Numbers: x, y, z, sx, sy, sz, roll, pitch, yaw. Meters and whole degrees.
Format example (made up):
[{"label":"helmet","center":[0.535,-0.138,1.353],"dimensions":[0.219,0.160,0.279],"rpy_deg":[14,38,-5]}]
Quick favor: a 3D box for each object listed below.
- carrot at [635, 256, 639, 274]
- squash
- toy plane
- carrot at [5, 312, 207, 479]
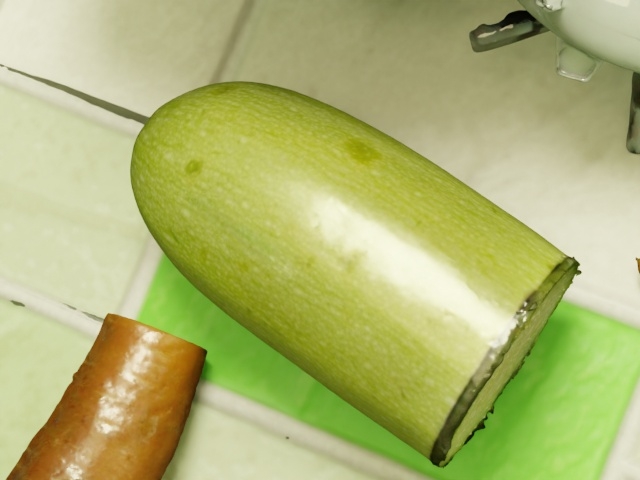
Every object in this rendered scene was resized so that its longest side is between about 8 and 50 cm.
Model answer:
[{"label":"carrot","center":[0.244,0.059,0.779],"dimensions":[0.190,0.037,0.037],"rpy_deg":[36,91,20]},{"label":"squash","center":[0.000,0.000,0.797],"dimensions":[0.247,0.132,0.132],"rpy_deg":[33,90,16]},{"label":"toy plane","center":[0.220,-0.082,0.749],"dimensions":[0.273,0.107,0.182],"rpy_deg":[37,120,-7]},{"label":"carrot","center":[-0.129,0.134,0.831],"dimensions":[0.087,0.087,0.193],"rpy_deg":[28,89,17]}]
